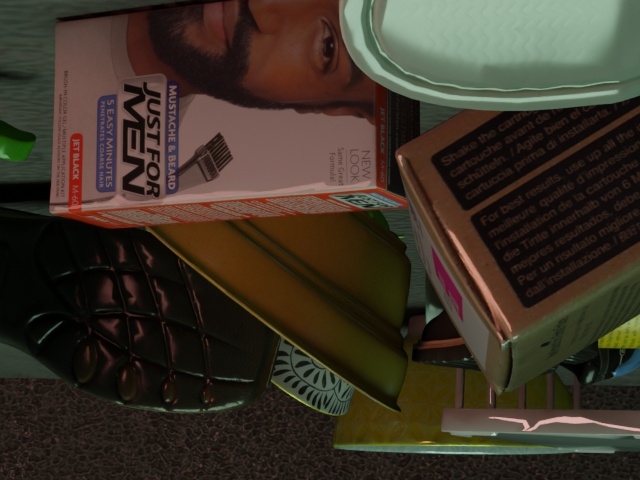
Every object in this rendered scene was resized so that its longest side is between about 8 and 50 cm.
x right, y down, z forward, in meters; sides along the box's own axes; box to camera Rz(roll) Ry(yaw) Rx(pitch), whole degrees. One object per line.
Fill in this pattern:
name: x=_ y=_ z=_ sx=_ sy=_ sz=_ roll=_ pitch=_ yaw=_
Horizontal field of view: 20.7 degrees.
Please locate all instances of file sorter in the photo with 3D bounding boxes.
file sorter: x=0.242 y=0.079 z=1.390 sx=0.193 sy=0.173 sz=0.278 roll=-3 pitch=170 yaw=28

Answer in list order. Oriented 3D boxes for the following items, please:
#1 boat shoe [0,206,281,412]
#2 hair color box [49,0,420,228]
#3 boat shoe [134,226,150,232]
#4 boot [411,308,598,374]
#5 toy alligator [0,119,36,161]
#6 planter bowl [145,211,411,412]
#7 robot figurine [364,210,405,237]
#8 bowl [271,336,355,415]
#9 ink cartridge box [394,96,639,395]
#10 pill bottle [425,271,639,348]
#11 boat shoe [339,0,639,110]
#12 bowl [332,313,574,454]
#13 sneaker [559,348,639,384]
boat shoe: x=-0.180 y=0.034 z=1.268 sx=0.324 sy=0.122 sz=0.120 roll=18 pitch=-176 yaw=12
hair color box: x=-0.040 y=-0.058 z=0.789 sx=0.167 sy=0.093 sz=0.053 roll=-4 pitch=171 yaw=25
boat shoe: x=-0.143 y=-0.012 z=1.317 sx=0.035 sy=0.035 sz=0.100 roll=-25 pitch=173 yaw=-14
boot: x=0.115 y=0.009 z=1.049 sx=0.077 sy=0.137 sz=0.198 roll=7 pitch=169 yaw=-20
toy alligator: x=-0.232 y=-0.071 z=0.877 sx=0.190 sy=0.056 sz=0.051 roll=8 pitch=-151 yaw=-40
planter bowl: x=-0.009 y=0.009 z=1.110 sx=0.217 sy=0.090 sz=0.217 roll=38 pitch=-179 yaw=0
robot figurine: x=0.000 y=0.000 z=1.246 sx=0.115 sy=0.067 sz=0.101 roll=5 pitch=157 yaw=-27
bowl: x=-0.014 y=0.071 z=1.585 sx=0.080 sy=0.170 sz=0.170 roll=-49 pitch=154 yaw=13
ink cartridge box: x=0.136 y=-0.027 z=0.728 sx=0.193 sy=0.088 sz=0.234 roll=-30 pitch=170 yaw=-1
pill bottle: x=0.173 y=0.013 z=1.154 sx=0.208 sy=0.117 sz=0.117 roll=0 pitch=171 yaw=4
boat shoe: x=0.154 y=-0.100 z=0.526 sx=0.302 sy=0.091 sz=0.114 roll=3 pitch=144 yaw=-6
bowl: x=0.160 y=0.167 z=2.029 sx=0.289 sy=0.156 sz=0.289 roll=1 pitch=171 yaw=0
sneaker: x=0.146 y=0.037 z=1.245 sx=0.078 sy=0.067 sz=0.188 roll=-26 pitch=-129 yaw=-37
